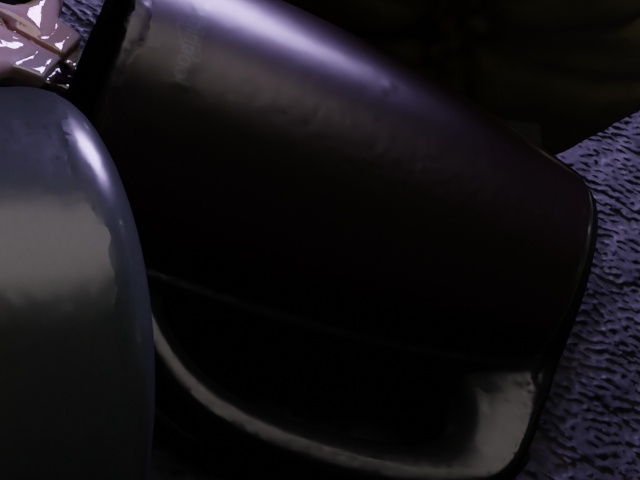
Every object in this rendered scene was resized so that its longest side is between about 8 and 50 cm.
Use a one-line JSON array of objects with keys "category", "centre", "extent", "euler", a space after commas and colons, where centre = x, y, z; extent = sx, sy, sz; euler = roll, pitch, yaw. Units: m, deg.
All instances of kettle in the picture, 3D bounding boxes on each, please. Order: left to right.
[{"category": "kettle", "centre": [0.000, 0.000, 0.732], "extent": [0.232, 0.144, 0.202], "euler": [21, 56, -13]}]

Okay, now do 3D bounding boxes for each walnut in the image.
[{"category": "walnut", "centre": [0.067, -0.173, 0.884], "extent": [0.253, 0.282, 0.277], "euler": [55, 16, -30]}]

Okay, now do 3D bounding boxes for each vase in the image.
[{"category": "vase", "centre": [-0.224, 0.043, 0.520], "extent": [0.321, 0.173, 0.173], "euler": [-4, 46, -28]}]

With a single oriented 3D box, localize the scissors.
[{"category": "scissors", "centre": [-0.126, -0.087, 0.846], "extent": [0.317, 0.024, 0.160], "euler": [28, 36, 1]}]
